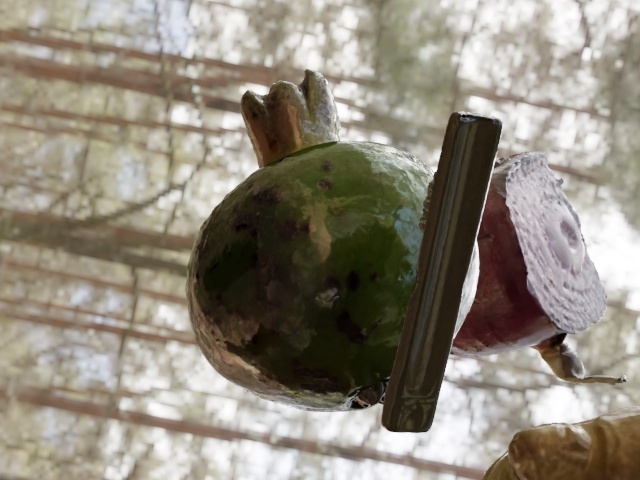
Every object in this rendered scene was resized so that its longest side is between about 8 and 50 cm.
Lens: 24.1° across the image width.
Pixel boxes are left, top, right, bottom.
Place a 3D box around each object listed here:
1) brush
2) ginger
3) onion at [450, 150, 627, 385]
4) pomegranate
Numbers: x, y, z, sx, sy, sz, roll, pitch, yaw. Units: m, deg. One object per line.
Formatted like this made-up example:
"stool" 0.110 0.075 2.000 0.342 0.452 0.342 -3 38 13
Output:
"brush" 0.063 0.018 0.835 0.027 0.034 0.190 -134 -129 -61
"ginger" 0.172 0.209 1.039 0.354 0.190 0.126 -49 -150 38
"onion" 0.176 0.032 1.692 0.230 0.256 0.272 -15 -111 33
"pomegranate" 0.000 0.000 1.027 0.202 0.202 0.247 115 -38 -59
